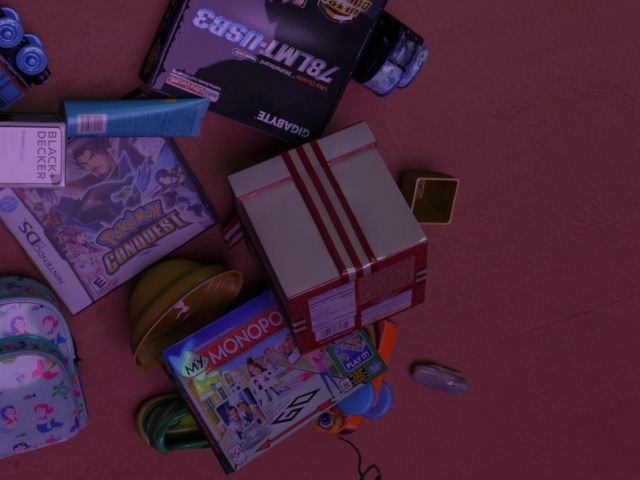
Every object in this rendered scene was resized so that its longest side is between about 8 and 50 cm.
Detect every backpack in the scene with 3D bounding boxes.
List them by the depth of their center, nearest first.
[{"bbox_3d":[-0.463,0.188,1.575,0.225,0.191,0.253,-13,111,-18],"label":"backpack"},{"bbox_3d":[0.106,-0.280,1.669,0.084,0.105,0.114,29,103,-30],"label":"backpack"}]

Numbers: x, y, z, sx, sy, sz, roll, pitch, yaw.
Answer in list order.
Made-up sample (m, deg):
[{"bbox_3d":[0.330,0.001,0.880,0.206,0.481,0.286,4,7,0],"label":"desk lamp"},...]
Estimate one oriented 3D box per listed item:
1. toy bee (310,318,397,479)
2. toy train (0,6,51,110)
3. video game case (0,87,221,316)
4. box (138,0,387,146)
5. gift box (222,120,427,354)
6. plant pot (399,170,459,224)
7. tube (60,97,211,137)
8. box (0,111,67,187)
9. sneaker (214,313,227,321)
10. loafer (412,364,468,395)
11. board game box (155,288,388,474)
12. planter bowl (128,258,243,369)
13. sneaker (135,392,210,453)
[{"bbox_3d":[0.031,0.270,1.850,0.195,0.162,0.298,56,45,-49],"label":"toy bee"},{"bbox_3d":[-0.445,-0.267,1.442,0.105,0.080,0.184,-37,122,1],"label":"toy train"},{"bbox_3d":[-0.322,-0.053,1.614,0.275,0.035,0.248,-33,121,-8],"label":"video game case"},{"bbox_3d":[-0.077,-0.314,1.593,0.296,0.073,0.293,20,102,-29],"label":"box"},{"bbox_3d":[0.000,0.000,1.644,0.255,0.258,0.276,-20,154,-12],"label":"gift box"},{"bbox_3d":[0.171,-0.079,1.798,0.081,0.083,0.081,0,112,-25],"label":"plant pot"},{"bbox_3d":[-0.263,-0.174,1.537,0.207,0.052,0.080,-3,148,-23],"label":"tube"},{"bbox_3d":[-0.485,-0.123,1.411,0.290,0.169,0.087,-1,102,-20],"label":"box"},{"bbox_3d":[-0.108,0.151,1.793,0.191,0.071,0.083,-7,151,-32],"label":"sneaker"},{"bbox_3d":[0.219,0.251,1.997,0.125,0.039,0.045,24,133,-28],"label":"loafer"},{"bbox_3d":[-0.071,0.194,1.705,0.317,0.046,0.213,-30,87,-29],"label":"board game box"},{"bbox_3d":[-0.229,0.093,1.664,0.217,0.090,0.217,-40,165,-13],"label":"planter bowl"},{"bbox_3d":[-0.153,0.289,1.788,0.296,0.123,0.109,-19,118,-17],"label":"sneaker"}]
